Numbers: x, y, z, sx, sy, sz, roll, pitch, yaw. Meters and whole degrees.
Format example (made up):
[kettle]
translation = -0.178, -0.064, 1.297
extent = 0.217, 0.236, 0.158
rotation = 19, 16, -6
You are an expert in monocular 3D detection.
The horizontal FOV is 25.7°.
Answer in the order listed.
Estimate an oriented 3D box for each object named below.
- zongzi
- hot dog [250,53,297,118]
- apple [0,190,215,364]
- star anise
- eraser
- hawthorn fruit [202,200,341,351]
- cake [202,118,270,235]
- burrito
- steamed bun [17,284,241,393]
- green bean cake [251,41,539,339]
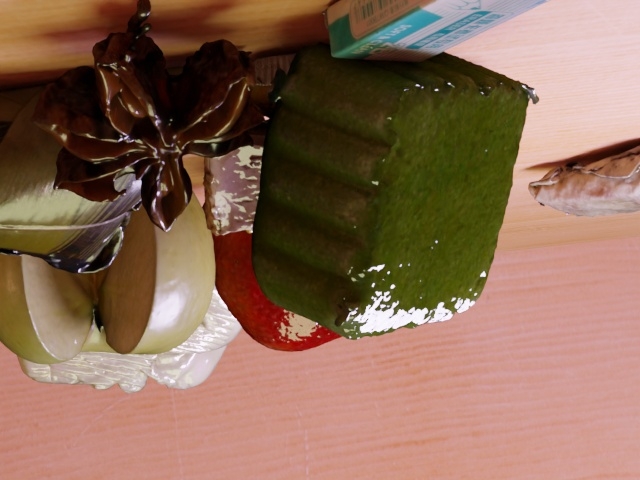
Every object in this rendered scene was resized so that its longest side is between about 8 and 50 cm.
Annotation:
[zongzi]
translation = -0.267, -0.108, 1.302
extent = 0.289, 0.154, 0.317
rotation = 9, 140, -44
[hot dog]
translation = -0.016, -0.146, 1.399
extent = 0.099, 0.053, 0.192
rotation = -3, 173, 11
[apple]
translation = -0.269, 0.018, 1.673
extent = 0.292, 0.254, 0.292
rotation = -3, 173, 0
[star anise]
translation = -0.139, -0.109, 1.211
extent = 0.190, 0.126, 0.220
rotation = 32, 128, -29
[eraser]
translation = 0.098, -0.195, 1.121
extent = 0.096, 0.052, 0.225
rotation = -1, 171, -29
[hawthorn fruit]
translation = 0.000, 0.000, 1.869
extent = 0.307, 0.265, 0.265
rotation = -30, 169, 8
[cake]
translation = -0.061, -0.083, 1.471
extent = 0.116, 0.112, 0.295
rotation = 5, -164, 2
[burrito]
translation = 0.485, -0.096, 2.112
extent = 0.175, 0.107, 0.348
rotation = -18, -175, -43
[steamed bun]
translation = -0.287, 0.070, 2.127
extent = 0.339, 0.247, 0.352
rotation = 5, 135, -11
[green bean cake]
translation = 0.062, -0.051, 1.310
extent = 0.156, 0.249, 0.247
rotation = 26, -158, 35
